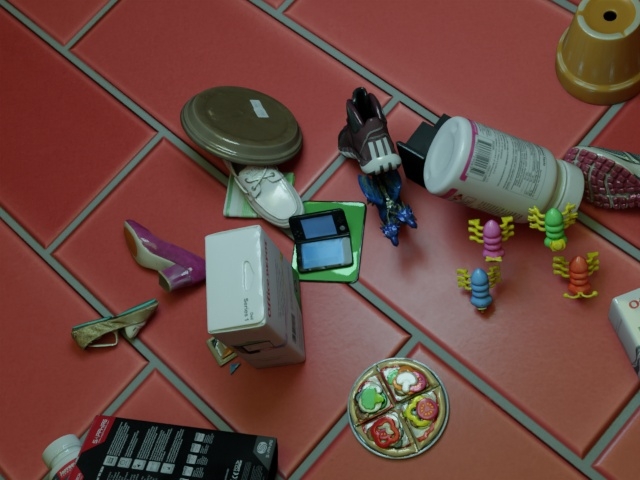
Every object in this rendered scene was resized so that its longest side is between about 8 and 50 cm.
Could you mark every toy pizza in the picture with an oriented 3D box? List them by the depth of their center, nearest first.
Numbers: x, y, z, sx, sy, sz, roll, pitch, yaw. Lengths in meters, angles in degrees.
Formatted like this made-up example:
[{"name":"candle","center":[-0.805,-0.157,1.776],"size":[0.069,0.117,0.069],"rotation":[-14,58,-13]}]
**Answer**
[{"name":"toy pizza","center":[0.149,0.324,1.791],"size":[0.201,0.032,0.201],"rotation":[-5,67,12]}]

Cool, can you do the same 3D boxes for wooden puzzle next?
[{"name":"wooden puzzle","center":[-0.199,0.219,1.931],"size":[0.078,0.014,0.116],"rotation":[-40,65,-5]}]

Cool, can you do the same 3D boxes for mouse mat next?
[{"name":"mouse mat","center":[0.017,0.001,1.974],"size":[0.153,0.007,0.189],"rotation":[2,69,15]}]

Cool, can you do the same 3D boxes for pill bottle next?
[{"name":"pill bottle","center":[0.361,-0.126,1.797],"size":[0.283,0.160,0.160],"rotation":[18,69,-18]},{"name":"pill bottle","center":[-0.480,0.483,1.837],"size":[0.108,0.108,0.180],"rotation":[-41,65,-5]}]

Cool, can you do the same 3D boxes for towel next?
[{"name":"towel","center":[-0.136,-0.101,2.050],"size":[0.152,0.023,0.113],"rotation":[3,70,12]}]

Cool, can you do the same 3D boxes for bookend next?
[{"name":"bookend","center":[0.241,-0.209,1.924],"size":[0.072,0.157,0.156],"rotation":[33,79,23]}]

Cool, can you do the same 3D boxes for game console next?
[{"name":"game console","center":[0.000,0.000,1.938],"size":[0.122,0.107,0.071],"rotation":[-9,38,9]}]

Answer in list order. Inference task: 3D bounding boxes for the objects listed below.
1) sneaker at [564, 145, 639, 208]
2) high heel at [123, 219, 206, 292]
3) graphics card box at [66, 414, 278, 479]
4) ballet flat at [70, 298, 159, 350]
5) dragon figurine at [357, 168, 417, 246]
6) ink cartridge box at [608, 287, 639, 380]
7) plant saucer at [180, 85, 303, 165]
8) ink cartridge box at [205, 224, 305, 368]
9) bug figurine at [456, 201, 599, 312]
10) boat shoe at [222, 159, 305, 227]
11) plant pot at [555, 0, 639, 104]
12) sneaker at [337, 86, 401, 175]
[{"name":"sneaker","center":[0.633,-0.121,1.827],"size":[0.299,0.121,0.112],"rotation":[21,45,22]},{"name":"high heel","center":[-0.341,0.019,2.033],"size":[0.117,0.082,0.244],"rotation":[-22,44,-31]},{"name":"graphics card box","center":[-0.279,0.460,1.725],"size":[0.371,0.094,0.233],"rotation":[5,37,7]},{"name":"ballet flat","center":[-0.436,0.187,1.985],"size":[0.206,0.073,0.067],"rotation":[-19,92,8]},{"name":"dragon figurine","center":[0.131,-0.106,1.914],"size":[0.085,0.144,0.289],"rotation":[-24,64,3]},{"name":"ink cartridge box","center":[0.675,0.202,1.666],"size":[0.198,0.115,0.273],"rotation":[-22,64,4]},{"name":"plant saucer","center":[-0.169,-0.262,2.022],"size":[0.278,0.041,0.278],"rotation":[12,38,-9]},{"name":"ink cartridge box","center":[-0.126,0.118,1.806],"size":[0.117,0.278,0.201],"rotation":[-10,66,11]},{"name":"bug figurine","center":[0.397,0.039,1.767],"size":[0.279,0.216,0.072],"rotation":[-9,28,11]},{"name":"boat shoe","center":[-0.141,-0.140,1.998],"size":[0.098,0.096,0.277],"rotation":[-40,65,-7]},{"name":"plant pot","center":[0.594,-0.417,1.906],"size":[0.205,0.188,0.205],"rotation":[-5,67,12]},{"name":"sneaker","center":[0.091,-0.248,1.910],"size":[0.106,0.162,0.281],"rotation":[-20,22,-9]}]
